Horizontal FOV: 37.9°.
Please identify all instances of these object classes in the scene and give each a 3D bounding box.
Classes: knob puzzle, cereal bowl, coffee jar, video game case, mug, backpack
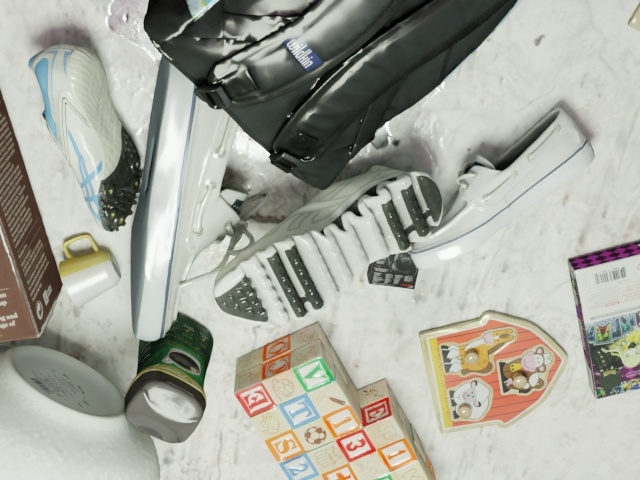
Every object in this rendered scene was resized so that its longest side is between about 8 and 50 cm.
[{"bbox_3d":[0.246,0.184,1.283,0.213,0.030,0.213,-1,115,-2],"label":"knob puzzle"},{"bbox_3d":[-0.334,0.228,1.124,0.339,0.339,0.141,30,97,-15],"label":"cereal bowl"},{"bbox_3d":[-0.189,0.171,1.174,0.096,0.184,0.079,31,110,-15],"label":"coffee jar"},{"bbox_3d":[0.461,0.093,1.242,0.232,0.042,0.210,-15,115,5],"label":"video game case"},{"bbox_3d":[-0.292,0.038,1.179,0.064,0.062,0.078,-22,121,-1],"label":"mug"},{"bbox_3d":[0.047,-0.270,0.949,0.355,0.273,0.290,-31,129,29],"label":"backpack"}]

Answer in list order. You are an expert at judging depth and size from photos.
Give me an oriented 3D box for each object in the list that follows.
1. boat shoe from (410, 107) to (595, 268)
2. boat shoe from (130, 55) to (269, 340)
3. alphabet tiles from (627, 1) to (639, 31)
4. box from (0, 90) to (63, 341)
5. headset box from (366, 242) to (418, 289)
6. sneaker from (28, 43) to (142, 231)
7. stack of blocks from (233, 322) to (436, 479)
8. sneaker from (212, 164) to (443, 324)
[{"bbox_3d":[0.206,-0.065,1.136,0.258,0.095,0.084,-36,103,-2],"label":"boat shoe"},{"bbox_3d":[-0.136,-0.044,1.120,0.156,0.136,0.367,6,108,-19],"label":"boat shoe"},{"bbox_3d":[0.549,-0.261,1.098,0.342,0.011,0.285,22,112,-12],"label":"alphabet tiles"},{"bbox_3d":[-0.454,-0.065,1.081,0.191,0.143,0.382,-8,117,2],"label":"box"},{"bbox_3d":[0.098,0.017,1.197,0.062,0.032,0.083,6,114,-6],"label":"headset box"},{"bbox_3d":[-0.276,-0.119,1.103,0.086,0.085,0.237,9,126,29],"label":"sneaker"},{"bbox_3d":[0.026,0.263,1.279,0.171,0.087,0.297,-25,113,9],"label":"stack of blocks"},{"bbox_3d":[0.000,0.000,1.098,0.292,0.118,0.110,-28,124,-16],"label":"sneaker"}]
